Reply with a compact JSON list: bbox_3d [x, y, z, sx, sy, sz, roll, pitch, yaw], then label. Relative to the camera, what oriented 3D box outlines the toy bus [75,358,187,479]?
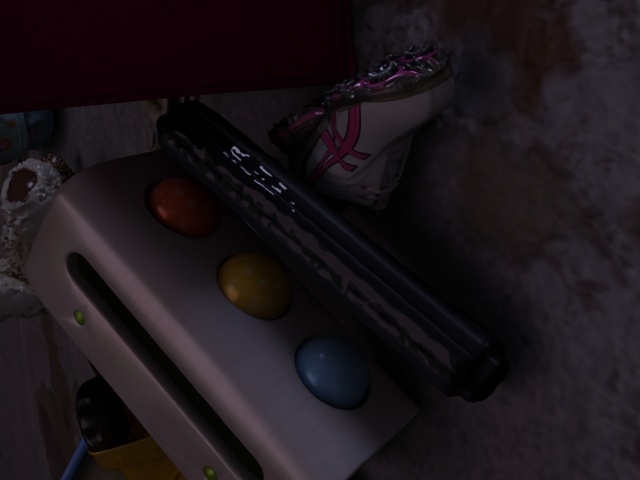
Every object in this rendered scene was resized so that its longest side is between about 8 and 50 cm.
[{"bbox_3d":[-0.124,0.166,0.752,0.220,0.149,0.212,-114,3,-56],"label":"toy bus"}]

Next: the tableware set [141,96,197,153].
[{"bbox_3d":[-0.178,-0.109,0.828,0.128,0.039,0.194,42,135,43],"label":"tableware set"}]

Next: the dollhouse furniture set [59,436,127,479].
[{"bbox_3d":[-0.188,0.375,0.990,0.286,0.198,0.303,29,106,3],"label":"dollhouse furniture set"}]

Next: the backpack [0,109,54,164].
[{"bbox_3d":[-0.531,-0.226,1.210,0.253,0.191,0.225,-3,101,66],"label":"backpack"}]

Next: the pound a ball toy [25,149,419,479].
[{"bbox_3d":[-0.061,0.035,0.587,0.319,0.208,0.136,47,125,14],"label":"pound a ball toy"}]

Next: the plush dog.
[{"bbox_3d":[-0.395,0.005,1.131,0.263,0.210,0.225,-59,30,13],"label":"plush dog"}]

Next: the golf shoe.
[{"bbox_3d":[0.034,-0.064,0.486,0.086,0.067,0.186,60,157,-7],"label":"golf shoe"}]

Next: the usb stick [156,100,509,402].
[{"bbox_3d":[0.000,0.000,0.491,0.278,0.045,0.077,39,180,23],"label":"usb stick"}]

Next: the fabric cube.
[{"bbox_3d":[-0.153,-0.225,0.537,0.259,0.258,0.254,18,115,55],"label":"fabric cube"}]
